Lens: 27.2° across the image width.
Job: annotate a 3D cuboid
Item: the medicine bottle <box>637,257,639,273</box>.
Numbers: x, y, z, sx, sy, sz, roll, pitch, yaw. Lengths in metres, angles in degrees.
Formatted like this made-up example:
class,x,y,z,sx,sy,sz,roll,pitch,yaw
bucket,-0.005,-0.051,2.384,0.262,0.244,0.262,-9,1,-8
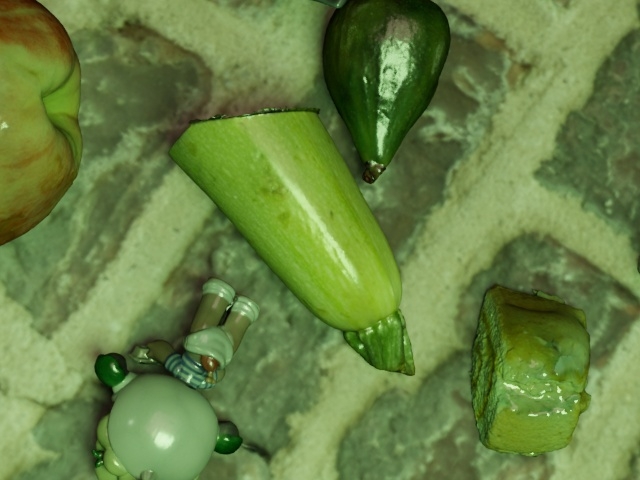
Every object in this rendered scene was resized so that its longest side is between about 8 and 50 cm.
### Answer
class,x,y,z,sx,sy,sz,roll,pitch,yaw
medicine bottle,0.460,0.076,1.187,0.341,0.130,0.130,35,71,3

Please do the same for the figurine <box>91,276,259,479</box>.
class,x,y,z,sx,sy,sz,roll,pitch,yaw
figurine,-0.120,0.128,1.106,0.147,0.093,0.197,35,61,-20

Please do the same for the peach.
class,x,y,z,sx,sy,sz,roll,pitch,yaw
peach,-0.325,-0.105,1.078,0.256,0.232,0.232,-2,73,2

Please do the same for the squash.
class,x,y,z,sx,sy,sz,roll,pitch,yaw
squash,0.008,-0.009,1.147,0.137,0.137,0.287,-39,85,-18

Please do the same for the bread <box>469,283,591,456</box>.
class,x,y,z,sx,sy,sz,roll,pitch,yaw
bread,0.187,0.103,1.151,0.103,0.110,0.156,4,71,-2

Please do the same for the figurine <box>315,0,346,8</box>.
class,x,y,z,sx,sy,sz,roll,pitch,yaw
figurine,-0.061,-0.310,1.226,0.265,0.140,0.193,5,32,11

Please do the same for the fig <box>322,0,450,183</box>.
class,x,y,z,sx,sy,sz,roll,pitch,yaw
fig,0.055,-0.139,1.213,0.117,0.117,0.178,5,91,-7
